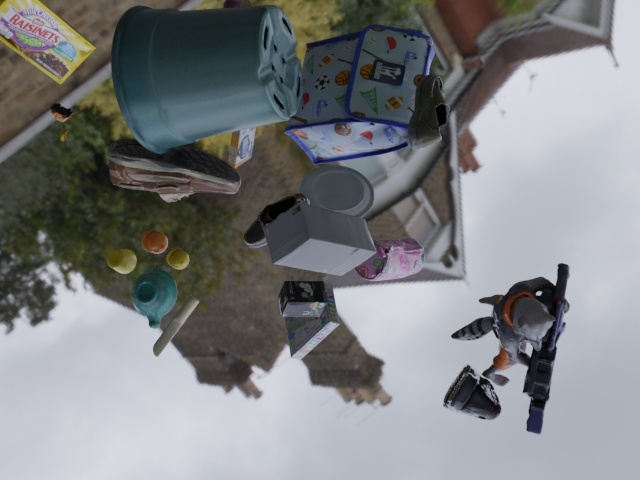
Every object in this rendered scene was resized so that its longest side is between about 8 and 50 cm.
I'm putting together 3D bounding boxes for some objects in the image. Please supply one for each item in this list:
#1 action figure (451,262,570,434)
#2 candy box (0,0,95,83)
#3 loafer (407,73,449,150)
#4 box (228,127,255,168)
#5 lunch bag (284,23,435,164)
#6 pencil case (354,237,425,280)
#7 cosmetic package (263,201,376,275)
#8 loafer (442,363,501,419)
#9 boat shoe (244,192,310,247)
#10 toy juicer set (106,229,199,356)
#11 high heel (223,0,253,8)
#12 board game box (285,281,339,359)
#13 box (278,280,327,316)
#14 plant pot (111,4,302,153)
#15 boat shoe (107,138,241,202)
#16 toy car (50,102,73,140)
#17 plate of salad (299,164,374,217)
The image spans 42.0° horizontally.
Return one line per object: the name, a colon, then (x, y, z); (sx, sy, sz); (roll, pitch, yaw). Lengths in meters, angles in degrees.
action figure: (0.382, 0.210, 1.681); (0.330, 0.178, 0.341); (106, -2, -70)
candy box: (-0.533, -0.390, 1.578); (0.105, 0.206, 0.027); (-46, -126, 4)
loafer: (0.278, -0.315, 2.048); (0.087, 0.094, 0.251); (-1, -131, 21)
box: (-0.205, -0.265, 2.199); (0.028, 0.136, 0.081); (28, -142, 16)
lunch bag: (0.122, -0.418, 2.357); (0.385, 0.239, 0.328); (-2, -115, 34)
pencil case: (0.207, 0.053, 2.469); (0.124, 0.124, 0.284); (-20, 170, 31)
cosmetic package: (0.000, 0.000, 1.896); (0.238, 0.107, 0.127); (7, 146, -47)
loafer: (0.323, 0.334, 1.765); (0.109, 0.095, 0.302); (-58, 171, 0)
boat shoe: (-0.113, -0.052, 1.917); (0.183, 0.066, 0.066); (-39, 159, 15)
toy juicer set: (-0.422, 0.123, 2.248); (0.209, 0.329, 0.089); (-34, 163, 7)
high heel: (-0.207, -0.494, 2.123); (0.082, 0.244, 0.117); (-19, -158, -26)
board game box: (-0.020, 0.174, 1.791); (0.154, 0.026, 0.103); (-46, -140, 38)
box: (-0.037, 0.118, 1.676); (0.062, 0.083, 0.052); (116, -29, -51)
plant pot: (-0.237, -0.380, 1.888); (0.334, 0.341, 0.341); (-3, -148, 19)
boat shoe: (-0.358, -0.158, 2.036); (0.123, 0.324, 0.116); (-90, -165, -60)
toy car: (-0.708, -0.316, 2.248); (0.040, 0.060, 0.122); (121, -24, -43)
plate of salad: (0.043, -0.119, 2.206); (0.200, 0.048, 0.200); (3, -128, -4)
